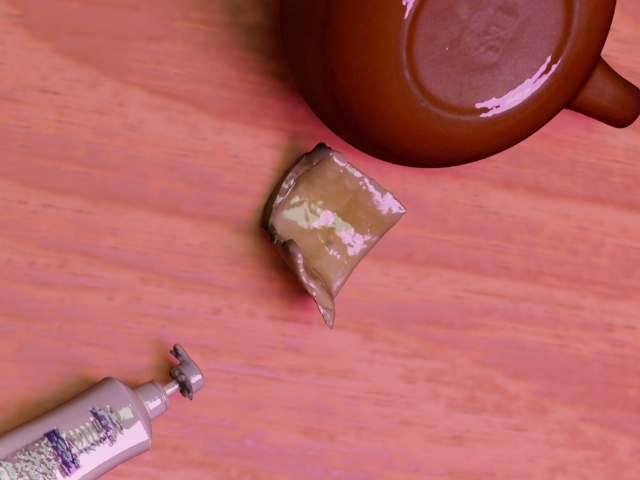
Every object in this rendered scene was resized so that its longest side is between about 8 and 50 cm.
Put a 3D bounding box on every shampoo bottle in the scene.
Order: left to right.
[{"bbox_3d":[-0.115,0.097,0.940,0.141,0.034,0.049,-30,89,-24],"label":"shampoo bottle"}]

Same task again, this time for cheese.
[{"bbox_3d":[-0.001,0.001,0.996,0.060,0.041,0.084,40,55,-22],"label":"cheese"}]

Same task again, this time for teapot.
[{"bbox_3d":[0.072,-0.125,1.006,0.252,0.135,0.178,25,109,-37],"label":"teapot"}]
